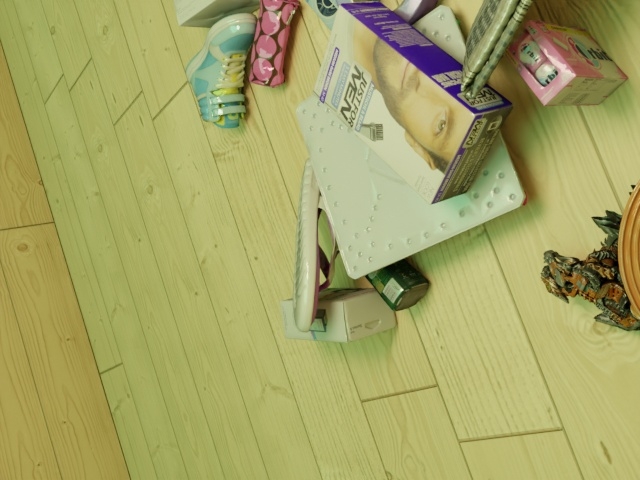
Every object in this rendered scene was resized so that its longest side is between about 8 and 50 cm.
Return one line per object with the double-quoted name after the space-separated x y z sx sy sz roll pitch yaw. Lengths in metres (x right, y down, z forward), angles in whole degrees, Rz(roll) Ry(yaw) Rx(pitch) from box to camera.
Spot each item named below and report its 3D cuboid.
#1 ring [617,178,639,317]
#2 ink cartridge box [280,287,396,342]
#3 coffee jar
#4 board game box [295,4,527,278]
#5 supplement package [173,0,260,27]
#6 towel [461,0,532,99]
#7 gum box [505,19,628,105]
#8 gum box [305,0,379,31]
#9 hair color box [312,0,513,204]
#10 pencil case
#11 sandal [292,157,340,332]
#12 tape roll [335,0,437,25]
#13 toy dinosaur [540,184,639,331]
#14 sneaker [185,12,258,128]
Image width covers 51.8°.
0.553 0.007 0.827 0.336 0.032 0.336 2 98 13 "ring"
0.038 0.161 1.454 0.212 0.154 0.093 -2 97 49 "ink cartridge box"
0.132 0.057 1.369 0.184 0.096 0.079 48 128 30 "coffee jar"
0.155 -0.171 1.251 0.390 0.050 0.390 -27 74 36 "board game box"
-0.251 -0.641 1.578 0.194 0.149 0.203 -8 93 48 "supplement package"
0.287 -0.393 0.959 0.056 0.312 0.324 26 124 1 "towel"
0.359 -0.258 0.969 0.062 0.188 0.107 -48 64 40 "gum box"
0.045 -0.527 1.362 0.184 0.041 0.157 54 133 23 "gum box"
0.142 -0.243 1.129 0.339 0.110 0.185 47 137 27 "hair color box"
-0.106 -0.456 1.514 0.098 0.095 0.209 25 121 24 "pencil case"
0.002 -0.007 1.400 0.169 0.102 0.416 104 169 -59 "sandal"
0.123 -0.480 1.219 0.189 0.080 0.189 8 107 28 "tape roll"
0.488 0.044 0.971 0.322 0.164 0.218 1 116 25 "toy dinosaur"
-0.217 -0.400 1.624 0.319 0.127 0.208 -31 74 57 "sneaker"
